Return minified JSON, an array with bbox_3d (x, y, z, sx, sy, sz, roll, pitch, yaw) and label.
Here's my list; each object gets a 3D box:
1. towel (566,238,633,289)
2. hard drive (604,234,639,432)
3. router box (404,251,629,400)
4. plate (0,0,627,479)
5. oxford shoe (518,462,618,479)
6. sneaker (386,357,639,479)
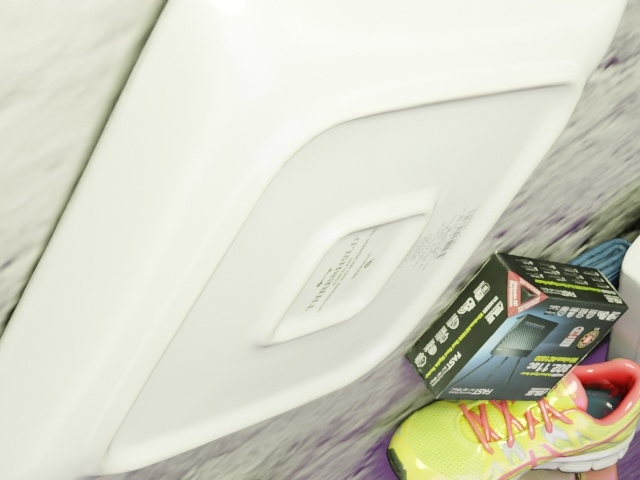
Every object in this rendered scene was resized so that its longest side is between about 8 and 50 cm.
[{"bbox_3d":[0.178,0.045,0.964,0.067,0.029,0.119,-29,154,-27],"label":"towel"},{"bbox_3d":[0.305,0.012,1.047,0.233,0.047,0.353,-47,159,-11],"label":"hard drive"},{"bbox_3d":[0.125,0.057,0.857,0.122,0.038,0.092,8,128,-47],"label":"router box"},{"bbox_3d":[0.000,0.000,0.570,0.278,0.045,0.277,-15,146,-48],"label":"plate"},{"bbox_3d":[0.147,0.221,1.176,0.130,0.123,0.348,-8,151,-9],"label":"oxford shoe"},{"bbox_3d":[0.141,0.121,0.951,0.208,0.081,0.094,-11,145,-28],"label":"sneaker"}]
